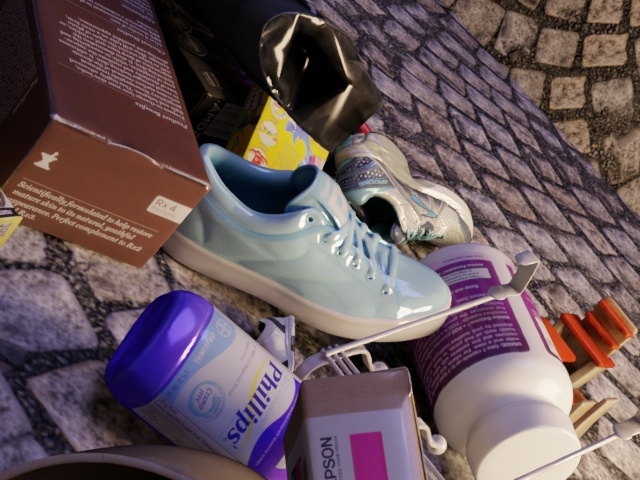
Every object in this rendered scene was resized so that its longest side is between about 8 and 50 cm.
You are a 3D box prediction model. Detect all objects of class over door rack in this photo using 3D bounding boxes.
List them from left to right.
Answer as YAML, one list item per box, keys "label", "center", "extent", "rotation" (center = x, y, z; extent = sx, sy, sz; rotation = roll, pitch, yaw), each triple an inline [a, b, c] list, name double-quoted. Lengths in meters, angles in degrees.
- label: "over door rack"
  center: [0.166, 0.174, 1.237]
  extent: [0.324, 0.108, 0.239]
  rotation: [-23, 55, -26]

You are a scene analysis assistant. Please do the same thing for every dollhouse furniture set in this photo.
- label: "dollhouse furniture set"
  center: [0.329, 0.141, 1.662]
  extent: [0.259, 0.135, 0.262]
  rotation: [7, 42, -52]

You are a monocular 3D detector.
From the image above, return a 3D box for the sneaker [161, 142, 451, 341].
- label: "sneaker"
  center: [0.000, 0.000, 1.307]
  extent: [0.366, 0.150, 0.135]
  rotation: [18, 42, -16]

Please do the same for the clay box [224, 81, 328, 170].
- label: "clay box"
  center: [-0.052, -0.121, 1.501]
  extent: [0.127, 0.053, 0.222]
  rotation: [44, 54, -35]

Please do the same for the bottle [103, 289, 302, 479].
- label: "bottle"
  center: [-0.060, 0.169, 1.067]
  extent: [0.283, 0.092, 0.118]
  rotation: [43, 59, -19]

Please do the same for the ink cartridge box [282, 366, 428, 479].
- label: "ink cartridge box"
  center: [0.030, 0.237, 0.907]
  extent: [0.088, 0.193, 0.235]
  rotation: [-4, 68, -8]

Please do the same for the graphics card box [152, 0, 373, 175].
- label: "graphics card box"
  center: [-0.104, -0.219, 1.658]
  extent: [0.371, 0.094, 0.233]
  rotation: [8, 42, -49]

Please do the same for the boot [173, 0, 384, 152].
- label: "boot"
  center: [-0.148, -0.320, 1.379]
  extent: [0.367, 0.146, 0.445]
  rotation: [28, 19, -44]

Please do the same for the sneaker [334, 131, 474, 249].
- label: "sneaker"
  center: [0.115, -0.035, 1.706]
  extent: [0.283, 0.110, 0.122]
  rotation: [34, 53, -34]

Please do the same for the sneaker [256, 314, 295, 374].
- label: "sneaker"
  center: [-0.048, 0.126, 1.259]
  extent: [0.043, 0.040, 0.109]
  rotation: [4, 41, -7]

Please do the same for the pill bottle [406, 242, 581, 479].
- label: "pill bottle"
  center: [0.203, 0.156, 1.414]
  extent: [0.169, 0.169, 0.301]
  rotation: [27, 29, -31]

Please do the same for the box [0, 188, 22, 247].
- label: "box"
  center: [-0.377, -0.085, 1.076]
  extent: [0.232, 0.058, 0.087]
  rotation: [50, 26, 18]

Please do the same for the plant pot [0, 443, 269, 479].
- label: "plant pot"
  center: [-0.099, 0.241, 0.779]
  extent: [0.256, 0.256, 0.274]
  rotation: [45, 9, 7]

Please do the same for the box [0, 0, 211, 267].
- label: "box"
  center: [-0.265, -0.165, 1.282]
  extent: [0.191, 0.143, 0.381]
  rotation: [24, 28, -36]
